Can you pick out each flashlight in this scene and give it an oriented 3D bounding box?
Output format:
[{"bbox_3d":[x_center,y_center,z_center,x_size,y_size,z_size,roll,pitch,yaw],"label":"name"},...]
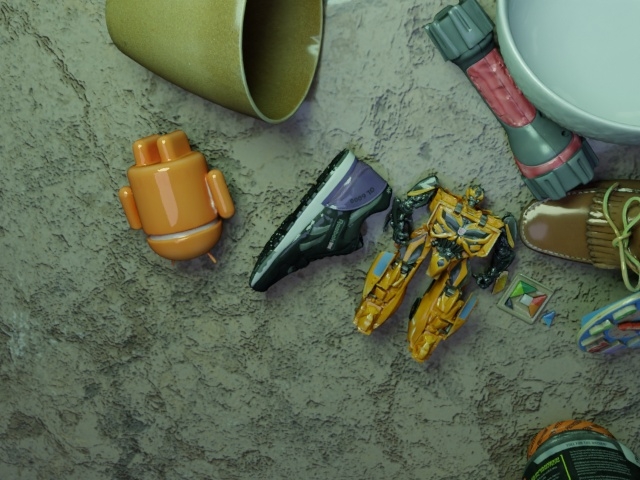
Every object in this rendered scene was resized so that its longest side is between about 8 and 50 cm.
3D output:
[{"bbox_3d":[0.265,-0.197,0.834,0.304,0.103,0.103,50,144,-14],"label":"flashlight"}]

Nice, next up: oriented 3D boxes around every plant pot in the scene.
[{"bbox_3d":[-0.157,-0.302,0.828,0.255,0.237,0.237,15,112,20],"label":"plant pot"}]

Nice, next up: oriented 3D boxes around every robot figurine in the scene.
[{"bbox_3d":[0.180,0.044,0.950,0.211,0.085,0.290,26,112,-1],"label":"robot figurine"},{"bbox_3d":[-0.233,-0.062,0.962,0.158,0.128,0.219,-19,108,-21],"label":"robot figurine"}]

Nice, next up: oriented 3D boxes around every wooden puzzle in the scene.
[{"bbox_3d":[0.334,0.096,0.980,0.117,0.014,0.078,21,112,2],"label":"wooden puzzle"}]

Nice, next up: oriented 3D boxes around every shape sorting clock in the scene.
[{"bbox_3d":[0.484,0.120,0.892,0.206,0.040,0.206,-8,148,-5],"label":"shape sorting clock"}]

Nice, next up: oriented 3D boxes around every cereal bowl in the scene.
[{"bbox_3d":[0.388,-0.271,0.742,0.339,0.141,0.338,-1,82,9],"label":"cereal bowl"}]

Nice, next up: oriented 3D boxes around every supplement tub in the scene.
[{"bbox_3d":[0.427,0.442,0.913,0.207,0.338,0.207,3,110,8],"label":"supplement tub"}]

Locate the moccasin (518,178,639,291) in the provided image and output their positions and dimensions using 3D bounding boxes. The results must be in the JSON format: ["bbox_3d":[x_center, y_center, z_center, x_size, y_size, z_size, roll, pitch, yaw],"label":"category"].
[{"bbox_3d":[0.462,-0.004,0.811,0.380,0.147,0.139,13,106,31],"label":"moccasin"}]

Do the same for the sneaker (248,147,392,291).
[{"bbox_3d":[0.000,0.000,0.959,0.124,0.107,0.283,37,111,-11],"label":"sneaker"}]
